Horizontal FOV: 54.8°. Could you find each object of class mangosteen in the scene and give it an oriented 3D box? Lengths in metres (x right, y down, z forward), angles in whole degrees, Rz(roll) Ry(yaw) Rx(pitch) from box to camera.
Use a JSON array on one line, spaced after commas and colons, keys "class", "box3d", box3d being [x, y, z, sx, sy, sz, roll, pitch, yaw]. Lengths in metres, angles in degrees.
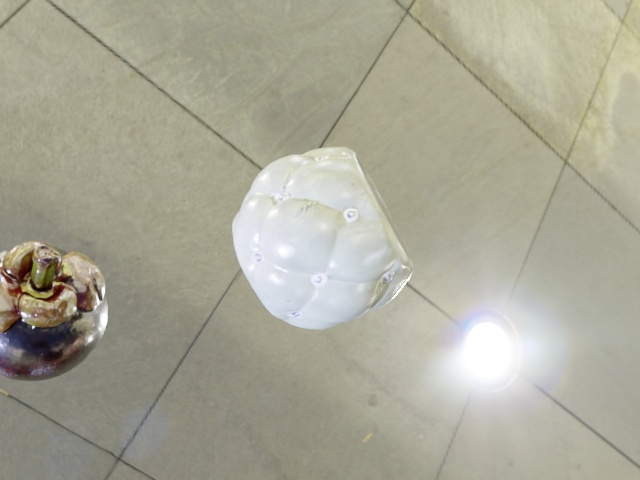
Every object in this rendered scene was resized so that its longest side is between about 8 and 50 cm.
[{"class": "mangosteen", "box3d": [-0.418, 0.090, 0.917, 0.211, 0.250, 0.211, 15, 52, -20]}]

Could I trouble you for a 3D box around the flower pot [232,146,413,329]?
[{"class": "flower pot", "box3d": [0.000, 0.000, 0.835, 0.195, 0.246, 0.246, -28, 93, 10]}]
